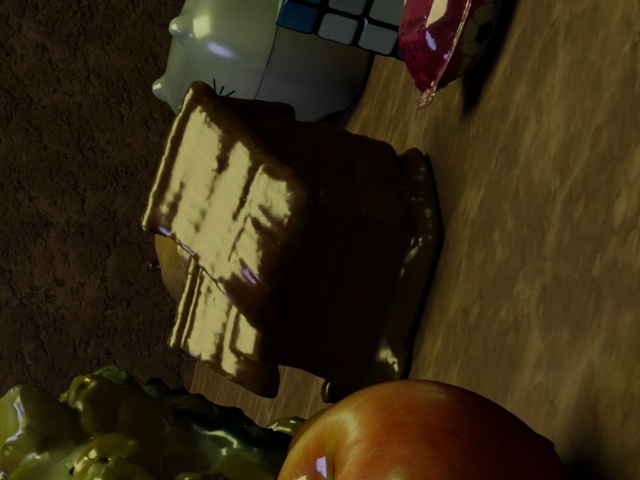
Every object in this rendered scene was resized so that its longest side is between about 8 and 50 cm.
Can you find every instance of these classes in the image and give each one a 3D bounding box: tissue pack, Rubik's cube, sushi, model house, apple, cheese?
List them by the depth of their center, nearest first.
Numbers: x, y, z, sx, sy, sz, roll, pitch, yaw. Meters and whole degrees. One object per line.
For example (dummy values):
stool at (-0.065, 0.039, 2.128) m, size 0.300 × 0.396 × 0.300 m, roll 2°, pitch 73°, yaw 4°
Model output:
apple at (0.050, 0.145, 0.659) m, size 0.163 × 0.139 × 0.163 m, roll -53°, pitch 21°, yaw 31°
sushi at (-0.128, 0.229, 1.065) m, size 0.285 × 0.328 × 0.328 m, roll 110°, pitch -174°, yaw -49°
cheese at (0.112, -0.218, 1.103) m, size 0.155 × 0.062 × 0.244 m, roll 163°, pitch 122°, yaw -79°
model house at (-0.032, 0.004, 1.137) m, size 0.219 × 0.229 × 0.199 m, roll -100°, pitch 32°, yaw -73°
Rubik's cube at (0.056, -0.272, 1.268) m, size 0.154 × 0.151 × 0.155 m, roll 112°, pitch 168°, yaw -51°
tissue pack at (-0.072, -0.246, 1.781) m, size 0.333 × 0.236 × 0.229 m, roll 131°, pitch 153°, yaw -71°

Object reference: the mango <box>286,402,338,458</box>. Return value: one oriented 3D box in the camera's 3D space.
mango at (0.027, 0.183, 0.931) m, size 0.105 × 0.084 × 0.159 m, roll -120°, pitch 19°, yaw -62°

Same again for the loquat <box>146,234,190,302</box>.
loquat at (-0.069, -0.012, 1.517) m, size 0.238 × 0.193 × 0.238 m, roll -24°, pitch 53°, yaw 37°
